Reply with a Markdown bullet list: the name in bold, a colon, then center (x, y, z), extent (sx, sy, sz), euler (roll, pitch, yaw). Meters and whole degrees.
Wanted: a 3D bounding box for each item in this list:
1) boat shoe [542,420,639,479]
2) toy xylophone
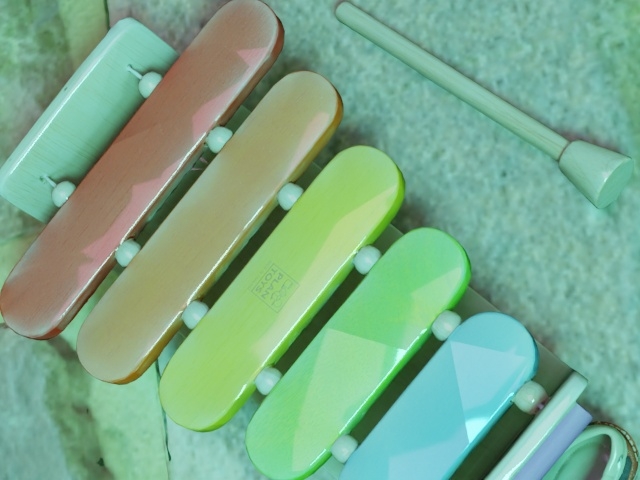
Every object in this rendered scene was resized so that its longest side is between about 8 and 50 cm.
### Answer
- **boat shoe**: center (0.091, 0.135, 0.628), extent (0.137, 0.043, 0.049), euler (-46, 69, 5)
- **toy xylophone**: center (0.000, 0.000, 0.672), extent (0.323, 0.081, 0.236), euler (31, 88, 25)
